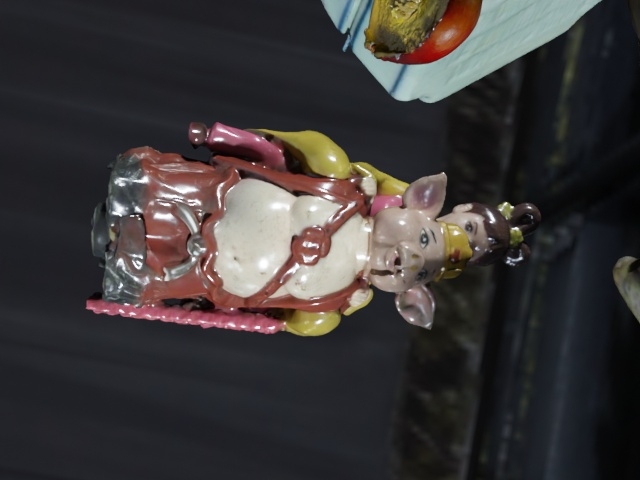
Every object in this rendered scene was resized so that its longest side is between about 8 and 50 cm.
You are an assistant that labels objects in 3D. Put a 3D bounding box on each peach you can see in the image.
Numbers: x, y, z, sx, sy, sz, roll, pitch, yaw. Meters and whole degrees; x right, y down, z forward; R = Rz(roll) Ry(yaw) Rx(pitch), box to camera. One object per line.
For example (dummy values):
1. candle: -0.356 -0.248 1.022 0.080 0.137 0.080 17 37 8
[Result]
1. peach: 0.078 -0.159 1.361 0.098 0.061 0.098 -33 -132 45

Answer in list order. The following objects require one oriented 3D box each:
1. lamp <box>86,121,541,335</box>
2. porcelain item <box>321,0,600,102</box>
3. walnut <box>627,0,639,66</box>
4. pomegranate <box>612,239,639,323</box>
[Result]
1. lamp: 0.000 0.000 1.087 0.118 0.253 0.118 -174 -90 -89
2. porcelain item: 0.151 -0.269 1.710 0.157 0.286 0.281 55 -20 12
3. walnut: 0.303 -0.169 1.226 0.178 0.230 0.178 61 -9 16
4. pomegranate: 0.265 0.091 0.812 0.341 0.285 0.285 35 -57 29
